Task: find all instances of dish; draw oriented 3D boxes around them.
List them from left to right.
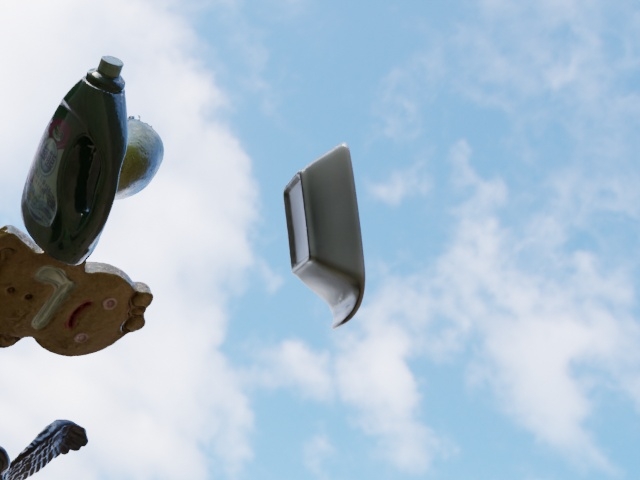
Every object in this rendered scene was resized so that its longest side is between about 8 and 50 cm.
[{"bbox_3d":[0.000,0.000,1.173,0.154,0.064,0.234,137,-53,-67],"label":"dish"}]

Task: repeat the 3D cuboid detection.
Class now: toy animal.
[{"bbox_3d":[-0.425,0.329,1.140,0.160,0.272,0.197,-17,-48,9],"label":"toy animal"}]

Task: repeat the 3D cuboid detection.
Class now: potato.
[{"bbox_3d":[-0.378,-0.159,1.699,0.144,0.248,0.169,25,-80,-8],"label":"potato"}]

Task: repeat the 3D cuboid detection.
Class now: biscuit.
[{"bbox_3d":[-0.327,0.073,1.092,0.184,0.035,0.249,-47,-49,15],"label":"biscuit"}]

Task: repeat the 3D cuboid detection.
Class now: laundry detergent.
[{"bbox_3d":[-0.243,-0.087,0.924,0.137,0.063,0.210,49,-59,39],"label":"laundry detergent"}]
